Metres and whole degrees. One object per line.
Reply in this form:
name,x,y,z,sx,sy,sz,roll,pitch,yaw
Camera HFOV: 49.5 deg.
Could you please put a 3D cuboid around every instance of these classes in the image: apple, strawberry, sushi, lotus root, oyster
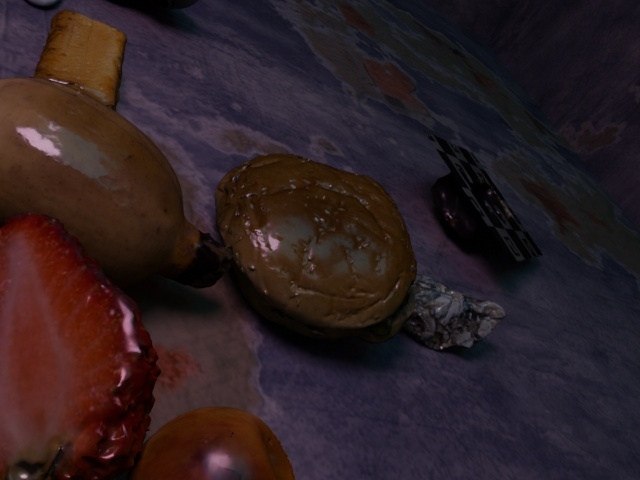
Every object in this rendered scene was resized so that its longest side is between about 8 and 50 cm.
apple,-0.082,0.203,0.553,0.146,0.146,0.146,29,31,-19
strawberry,-0.207,0.103,0.566,0.175,0.107,0.236,4,61,9
sushi,0.308,-0.058,1.436,0.296,0.100,0.373,59,22,13
lotus root,-0.225,-0.038,0.703,0.310,0.183,0.183,36,29,-20
oyster,0.134,0.089,1.049,0.252,0.087,0.199,36,26,18

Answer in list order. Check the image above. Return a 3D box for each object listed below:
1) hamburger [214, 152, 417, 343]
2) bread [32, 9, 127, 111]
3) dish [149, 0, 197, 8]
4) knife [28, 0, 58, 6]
hamburger,0.001,-0.001,0.901,0.285,0.134,0.265,8,36,-21
bread,-0.318,-0.221,0.918,0.114,0.083,0.211,20,35,-23
dish,-0.340,-0.483,1.198,0.273,0.134,0.273,36,-10,8
knife,-0.438,-0.432,1.120,0.064,0.031,0.222,21,34,-24
